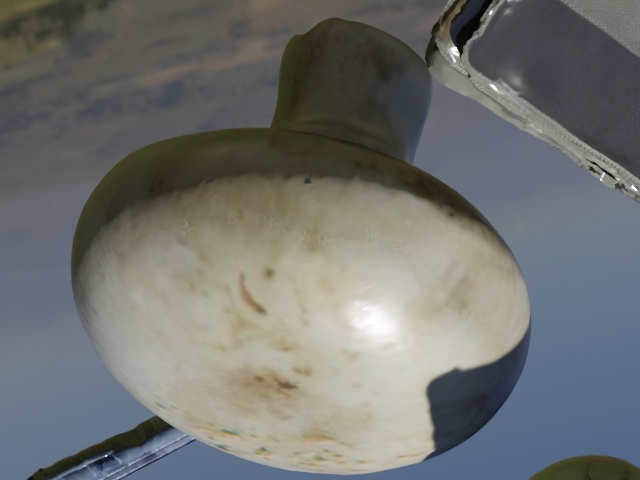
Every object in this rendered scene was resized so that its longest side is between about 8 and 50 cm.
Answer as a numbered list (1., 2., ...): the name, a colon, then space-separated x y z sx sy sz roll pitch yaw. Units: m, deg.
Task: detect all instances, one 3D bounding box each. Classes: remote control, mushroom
1. remote control: -0.124 0.137 1.277 0.152 0.027 0.043 -25 -170 -9
2. mushroom: 0.000 0.000 1.033 0.243 0.244 0.243 -14 -178 1

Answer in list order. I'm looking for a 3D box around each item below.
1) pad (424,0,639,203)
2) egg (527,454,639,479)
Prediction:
1. pad: 0.162 -0.065 0.590 0.174 0.233 0.022 -52 -150 13
2. egg: 0.228 0.287 1.540 0.186 0.253 0.186 -15 -162 5
